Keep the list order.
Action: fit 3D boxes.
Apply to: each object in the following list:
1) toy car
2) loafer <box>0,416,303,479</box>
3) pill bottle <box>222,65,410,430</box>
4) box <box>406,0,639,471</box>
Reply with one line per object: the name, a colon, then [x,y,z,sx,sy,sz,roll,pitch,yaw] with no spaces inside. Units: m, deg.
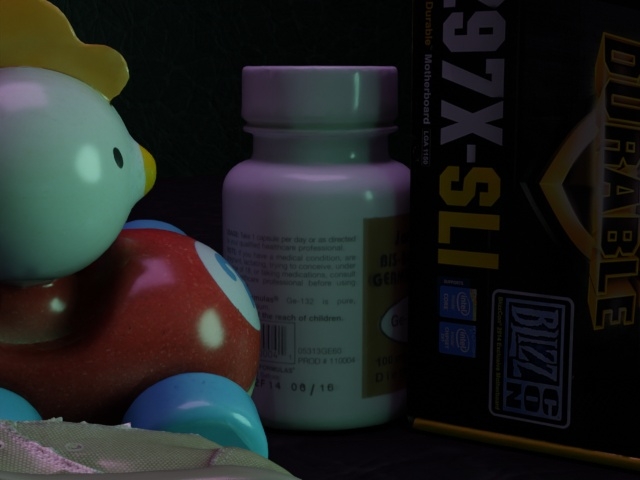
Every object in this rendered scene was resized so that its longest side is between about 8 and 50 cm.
toy car: [-0.130,-0.008,0.651,0.210,0.238,0.219,-2,27,-15]
loafer: [-0.129,0.117,0.479,0.268,0.102,0.092,7,3,-17]
pill bottle: [0.000,0.000,0.831,0.131,0.229,0.131,0,8,0]
box: [0.177,-0.034,0.730,0.257,0.322,0.079,6,8,38]
